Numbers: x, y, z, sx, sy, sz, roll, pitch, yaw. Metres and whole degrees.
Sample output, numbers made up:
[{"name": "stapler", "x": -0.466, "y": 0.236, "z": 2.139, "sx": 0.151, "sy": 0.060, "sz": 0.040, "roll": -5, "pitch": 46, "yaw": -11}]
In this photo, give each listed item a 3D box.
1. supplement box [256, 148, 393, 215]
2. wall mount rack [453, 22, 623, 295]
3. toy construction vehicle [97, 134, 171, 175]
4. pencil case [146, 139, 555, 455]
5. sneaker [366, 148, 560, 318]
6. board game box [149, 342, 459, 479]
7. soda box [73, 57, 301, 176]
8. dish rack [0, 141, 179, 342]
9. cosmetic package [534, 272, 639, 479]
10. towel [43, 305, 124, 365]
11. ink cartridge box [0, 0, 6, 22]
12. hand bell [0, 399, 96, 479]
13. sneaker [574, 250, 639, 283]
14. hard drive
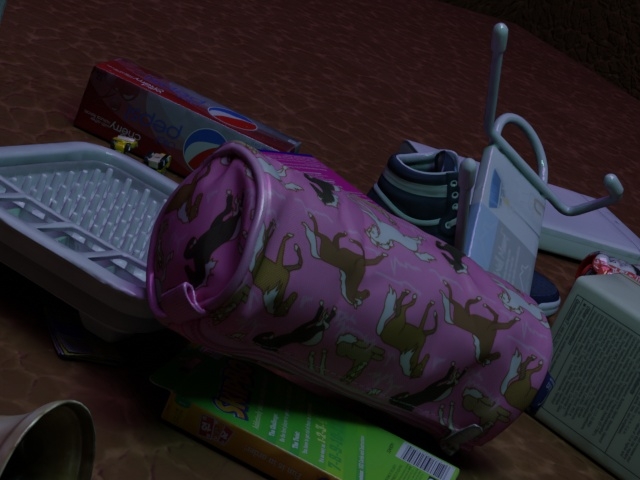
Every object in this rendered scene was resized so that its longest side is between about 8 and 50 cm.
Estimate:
[{"name": "supplement box", "x": 0.000, "y": 0.000, "z": 1.495, "sx": 0.114, "sy": 0.111, "sz": 0.220, "roll": 3, "pitch": 28, "yaw": -46}, {"name": "wall mount rack", "x": 0.222, "y": -0.054, "z": 1.556, "sx": 0.304, "sy": 0.130, "sz": 0.350, "roll": 43, "pitch": 46, "yaw": -31}, {"name": "toy construction vehicle", "x": -0.222, "y": -0.093, "z": 1.619, "sx": 0.086, "sy": 0.035, "sz": 0.098, "roll": 12, "pitch": 17, "yaw": 1}, {"name": "pencil case", "x": 0.030, "y": 0.058, "z": 1.187, "sx": 0.386, "sy": 0.160, "sz": 0.167, "roll": 27, "pitch": 23, "yaw": -36}, {"name": "sneaker", "x": 0.184, "y": -0.011, "z": 1.670, "sx": 0.282, "sy": 0.153, "sz": 0.099, "roll": 20, "pitch": 20, "yaw": -9}, {"name": "board game box", "x": -0.015, "y": 0.165, "z": 1.157, "sx": 0.259, "sy": 0.039, "sz": 0.124, "roll": 29, "pitch": 19, "yaw": 8}, {"name": "soda box", "x": -0.163, "y": -0.133, "z": 1.704, "sx": 0.263, "sy": 0.083, "sz": 0.092, "roll": 25, "pitch": 18, "yaw": 7}, {"name": "dish rack", "x": -0.199, "y": 0.000, "z": 1.311, "sx": 0.285, "sy": 0.072, "sz": 0.333, "roll": 29, "pitch": 17, "yaw": 18}, {"name": "cosmetic package", "x": 0.367, "y": 0.176, "z": 1.375, "sx": 0.309, "sy": 0.160, "sz": 0.113, "roll": 37, "pitch": 23, "yaw": 31}, {"name": "towel", "x": -0.206, "y": 0.082, "z": 1.197, "sx": 0.060, "sy": 0.009, "sz": 0.083, "roll": 12, "pitch": 22, "yaw": -28}, {"name": "ink cartridge box", "x": -0.401, "y": -0.157, "z": 1.311, "sx": 0.117, "sy": 0.207, "sz": 0.283, "roll": 19, "pitch": 20, "yaw": -6}, {"name": "hand bell", "x": -0.281, "y": 0.125, "z": 0.893, "sx": 0.242, "sy": 0.126, "sz": 0.126, "roll": 17, "pitch": 16, "yaw": 19}, {"name": "sneaker", "x": 0.411, "y": 0.094, "z": 1.753, "sx": 0.145, "sy": 0.090, "sz": 0.270, "roll": 17, "pitch": 16, "yaw": -13}, {"name": "hard drive", "x": 0.306, "y": -0.048, "z": 2.070, "sx": 0.353, "sy": 0.047, "sz": 0.233, "roll": 14, "pitch": 21, "yaw": -22}]
